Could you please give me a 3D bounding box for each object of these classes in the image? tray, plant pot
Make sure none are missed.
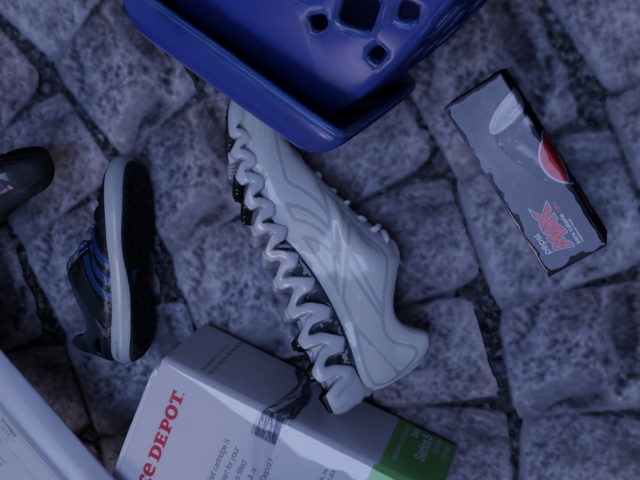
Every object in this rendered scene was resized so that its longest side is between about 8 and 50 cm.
[{"bbox_3d":[-0.296,0.193,1.009,0.270,0.030,0.145,46,123,11],"label":"tray"},{"bbox_3d":[0.005,-0.211,0.824,0.236,0.236,0.212,36,116,5],"label":"plant pot"}]

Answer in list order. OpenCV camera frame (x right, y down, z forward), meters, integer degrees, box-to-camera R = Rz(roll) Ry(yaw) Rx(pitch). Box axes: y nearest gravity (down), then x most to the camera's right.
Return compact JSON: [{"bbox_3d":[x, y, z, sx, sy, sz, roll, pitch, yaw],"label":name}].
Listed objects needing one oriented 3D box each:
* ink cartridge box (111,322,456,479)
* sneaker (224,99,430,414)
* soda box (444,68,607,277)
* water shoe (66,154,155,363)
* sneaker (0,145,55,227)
[{"bbox_3d":[-0.042,0.229,0.999,0.273,0.115,0.198,26,109,8],"label":"ink cartridge box"},{"bbox_3d":[0.000,0.000,0.951,0.118,0.110,0.292,-23,91,-6],"label":"sneaker"},{"bbox_3d":[0.174,-0.058,0.903,0.060,0.053,0.169,-32,94,20],"label":"soda box"},{"bbox_3d":[-0.206,0.019,1.017,0.080,0.073,0.203,5,104,17],"label":"water shoe"},{"bbox_3d":[-0.340,0.021,1.050,0.281,0.106,0.162,-20,104,28],"label":"sneaker"}]
